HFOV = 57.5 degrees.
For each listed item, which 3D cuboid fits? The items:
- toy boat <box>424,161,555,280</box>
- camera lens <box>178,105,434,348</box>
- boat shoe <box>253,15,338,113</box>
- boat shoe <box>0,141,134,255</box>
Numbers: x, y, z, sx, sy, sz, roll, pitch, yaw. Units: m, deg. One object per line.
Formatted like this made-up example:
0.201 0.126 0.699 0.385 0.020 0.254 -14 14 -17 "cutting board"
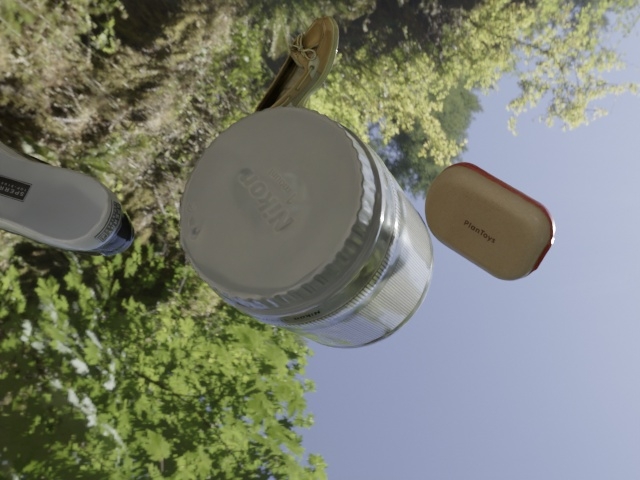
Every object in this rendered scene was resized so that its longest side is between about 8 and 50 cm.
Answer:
0.301 -0.047 1.019 0.231 0.151 0.151 36 -51 23 "toy boat"
0.000 0.000 0.667 0.219 0.274 0.220 -8 -110 21 "camera lens"
-0.030 -0.205 0.712 0.153 0.048 0.056 -53 -132 34 "boat shoe"
-0.256 -0.042 0.489 0.228 0.076 0.080 16 -106 12 "boat shoe"
